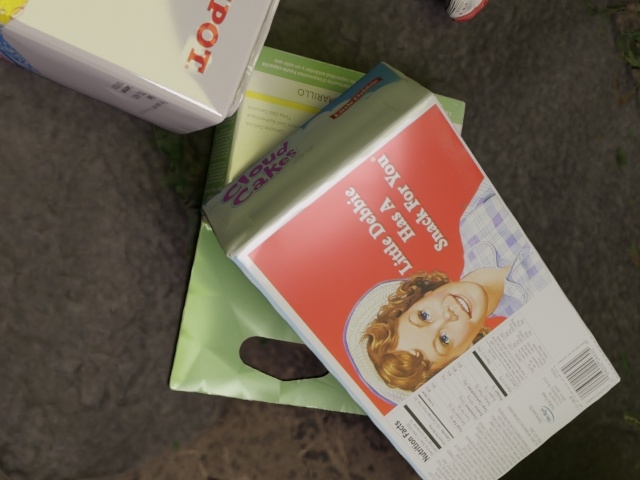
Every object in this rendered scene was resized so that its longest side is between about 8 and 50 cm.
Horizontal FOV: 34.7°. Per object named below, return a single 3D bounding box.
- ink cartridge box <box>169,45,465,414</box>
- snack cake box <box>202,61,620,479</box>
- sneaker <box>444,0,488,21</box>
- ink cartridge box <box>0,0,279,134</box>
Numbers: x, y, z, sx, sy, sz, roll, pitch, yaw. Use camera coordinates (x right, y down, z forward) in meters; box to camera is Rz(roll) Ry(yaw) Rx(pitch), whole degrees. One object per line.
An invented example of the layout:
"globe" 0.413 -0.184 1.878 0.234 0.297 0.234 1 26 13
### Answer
"ink cartridge box" 0.000 0.000 0.713 0.171 0.056 0.235 12 84 -23
"snack cake box" 0.064 0.037 0.672 0.152 0.089 0.264 -38 118 0
"sneaker" 0.078 -0.269 0.739 0.093 0.088 0.225 -13 95 -2
"ink cartridge box" -0.158 -0.208 0.609 0.278 0.117 0.201 23 82 -21
